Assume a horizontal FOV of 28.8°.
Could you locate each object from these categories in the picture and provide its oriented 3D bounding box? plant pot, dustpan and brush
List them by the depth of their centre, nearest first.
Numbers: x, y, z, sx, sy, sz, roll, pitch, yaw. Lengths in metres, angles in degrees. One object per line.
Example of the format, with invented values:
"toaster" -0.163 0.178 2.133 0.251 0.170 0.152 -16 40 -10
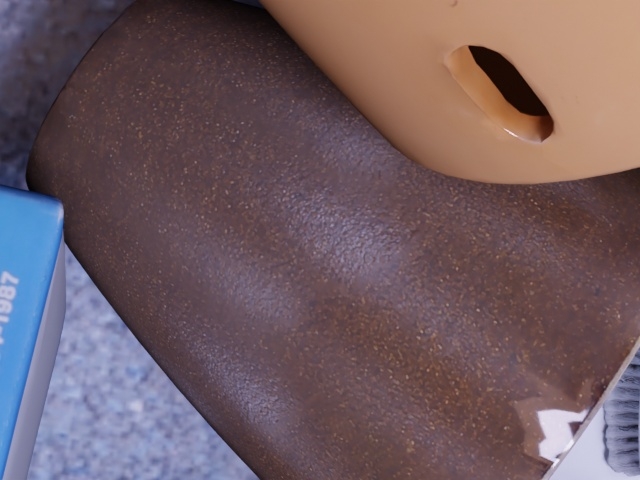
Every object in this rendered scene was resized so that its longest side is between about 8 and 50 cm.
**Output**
"plant pot" 0.069 -0.155 0.379 0.291 0.291 0.203 -31 119 -1
"plant pot" 0.000 0.000 0.532 0.230 0.215 0.215 35 95 3
"dustpan and brush" 0.170 0.048 0.622 0.147 0.060 0.211 -1 101 -8

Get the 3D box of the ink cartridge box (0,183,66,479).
"ink cartridge box" -0.317 0.093 0.453 0.395 0.166 0.285 13 73 -7
